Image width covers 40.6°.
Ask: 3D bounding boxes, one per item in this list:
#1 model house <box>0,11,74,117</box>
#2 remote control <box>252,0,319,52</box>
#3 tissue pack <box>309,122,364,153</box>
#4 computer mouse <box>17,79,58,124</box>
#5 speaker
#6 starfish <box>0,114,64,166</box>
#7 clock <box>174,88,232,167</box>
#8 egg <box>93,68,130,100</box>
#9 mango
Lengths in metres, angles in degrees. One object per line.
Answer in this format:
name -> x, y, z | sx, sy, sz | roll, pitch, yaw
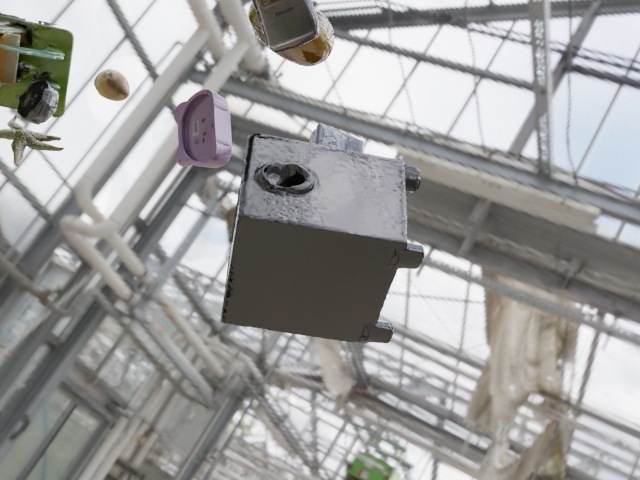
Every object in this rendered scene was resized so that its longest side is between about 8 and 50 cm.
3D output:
model house -> -0.799, -0.419, 2.086 | 0.357, 0.242, 0.313 | 13, 16, -2
remote control -> -0.058, -0.288, 0.874 | 0.028, 0.059, 0.212 | 48, 22, -75
tissue pack -> 0.030, -0.152, 1.757 | 0.112, 0.156, 0.051 | 20, -34, -20
computer mouse -> -0.670, -0.328, 2.068 | 0.062, 0.106, 0.192 | 28, -4, -35
speaker -> 0.000, 0.000, 1.223 | 0.254, 0.184, 0.232 | 9, -45, -6
starfish -> -0.815, -0.274, 2.360 | 0.223, 0.217, 0.050 | -1, -38, -18
clock -> -0.231, -0.213, 1.709 | 0.110, 0.153, 0.050 | -13, -15, 34
egg -> -0.486, -0.362, 2.027 | 0.083, 0.071, 0.071 | 41, -23, -28
mango -> -0.055, -0.372, 1.513 | 0.136, 0.099, 0.227 | 23, 6, 23
